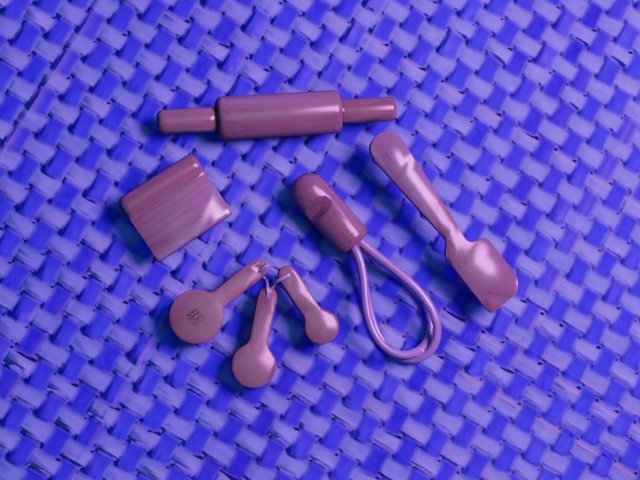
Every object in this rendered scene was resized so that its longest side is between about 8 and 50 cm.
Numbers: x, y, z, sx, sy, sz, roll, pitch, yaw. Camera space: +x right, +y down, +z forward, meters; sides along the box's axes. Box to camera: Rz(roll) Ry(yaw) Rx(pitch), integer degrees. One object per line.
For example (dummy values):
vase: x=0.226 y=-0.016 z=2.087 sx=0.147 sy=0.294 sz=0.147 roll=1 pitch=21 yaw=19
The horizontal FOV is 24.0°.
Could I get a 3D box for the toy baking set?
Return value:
toy baking set: x=-0.002 y=-0.007 z=1.007 sx=0.256 sy=0.030 sz=0.196 roll=-8 pitch=86 yaw=-10
